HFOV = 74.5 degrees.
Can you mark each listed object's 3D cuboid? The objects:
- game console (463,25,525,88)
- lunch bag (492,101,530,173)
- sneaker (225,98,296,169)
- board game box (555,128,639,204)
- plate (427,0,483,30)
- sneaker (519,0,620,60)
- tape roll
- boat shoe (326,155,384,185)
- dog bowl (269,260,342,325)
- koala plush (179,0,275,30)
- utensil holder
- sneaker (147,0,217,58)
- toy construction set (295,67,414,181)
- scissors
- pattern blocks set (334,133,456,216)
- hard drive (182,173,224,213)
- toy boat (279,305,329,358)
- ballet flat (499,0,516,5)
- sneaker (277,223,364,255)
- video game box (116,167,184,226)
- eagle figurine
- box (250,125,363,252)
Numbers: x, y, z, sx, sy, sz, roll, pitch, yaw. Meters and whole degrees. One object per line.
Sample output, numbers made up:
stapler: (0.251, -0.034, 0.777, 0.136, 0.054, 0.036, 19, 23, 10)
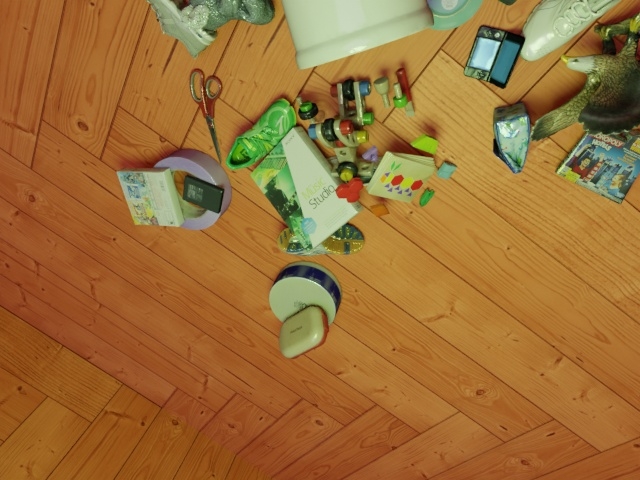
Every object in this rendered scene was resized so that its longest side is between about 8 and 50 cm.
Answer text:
game console: (0.428, -0.456, 1.047, 0.107, 0.071, 0.122, 17, 123, 6)
lunch bag: (0.503, -0.267, 1.105, 0.096, 0.129, 0.151, -9, 120, 27)
sneaker: (-0.184, -0.308, 1.293, 0.109, 0.124, 0.295, 45, 122, -12)
board game box: (0.759, -0.222, 1.097, 0.194, 0.060, 0.194, 26, 123, 0)
plate: (0.306, -0.612, 1.017, 0.188, 0.024, 0.188, 7, 122, 12)
sneaker: (0.574, -0.522, 0.928, 0.111, 0.129, 0.297, 40, 125, -11)
tape roll: (-0.455, -0.177, 1.478, 0.274, 0.090, 0.275, 8, 122, 13)
boat shoe: (0.088, -0.210, 1.294, 0.257, 0.084, 0.095, -6, 119, 20)
dog bowl: (-0.056, 0.215, 1.588, 0.264, 0.104, 0.265, 8, 123, 12)
koala plush: (-0.253, -0.623, 1.087, 0.221, 0.196, 0.203, -18, 124, 21)
utensil holder: (0.048, -0.621, 0.917, 0.327, 0.328, 0.386, -9, 115, 22)
sneaker: (-0.433, -0.636, 1.178, 0.281, 0.105, 0.115, 43, 123, -12)
toy construction set: (0.118, -0.305, 1.177, 0.308, 0.258, 0.237, -20, 131, 10)
scissors: (-0.367, -0.394, 1.362, 0.108, 0.021, 0.297, 12, 124, 6)
pattern blocks set: (0.226, -0.180, 1.199, 0.324, 0.026, 0.285, 15, 128, -38)
hard drive: (-0.392, -0.153, 1.406, 0.135, 0.022, 0.094, 22, 124, 3)
toy boat: (-0.042, 0.347, 1.537, 0.231, 0.151, 0.151, -34, 136, 31)
ballet flat: (0.489, -0.613, 0.940, 0.203, 0.074, 0.074, -39, 104, 26)
sneaker: (0.000, 0.000, 1.453, 0.296, 0.131, 0.112, 3, 78, -3)
video game box: (-0.583, -0.148, 1.452, 0.186, 0.048, 0.205, 3, 121, 13)
eagle figurine: (0.632, -0.351, 0.946, 0.225, 0.226, 0.299, 19, 95, 30)
box: (-0.050, -0.154, 1.308, 0.232, 0.058, 0.322, -40, 85, 32)
